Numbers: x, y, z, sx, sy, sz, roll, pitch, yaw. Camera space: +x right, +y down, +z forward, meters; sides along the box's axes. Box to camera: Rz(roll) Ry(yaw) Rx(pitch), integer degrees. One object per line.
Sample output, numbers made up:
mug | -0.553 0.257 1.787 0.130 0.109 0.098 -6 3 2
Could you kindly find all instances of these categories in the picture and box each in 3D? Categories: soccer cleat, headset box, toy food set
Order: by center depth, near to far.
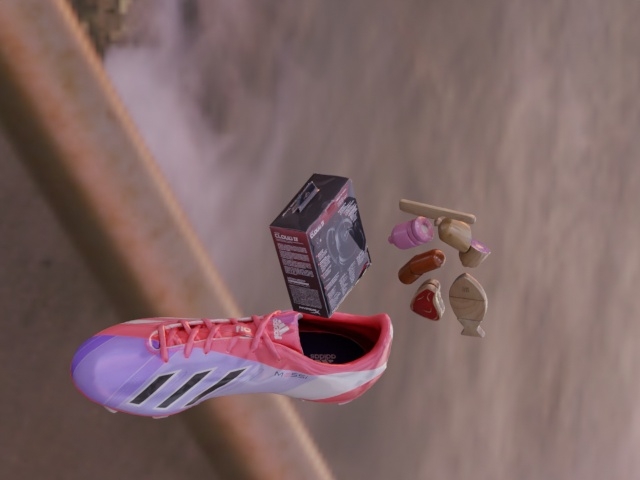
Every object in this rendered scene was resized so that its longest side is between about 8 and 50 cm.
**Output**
headset box | 0.000 0.000 1.197 0.062 0.032 0.083 -52 139 -39
toy food set | 0.086 0.016 1.289 0.122 0.078 0.019 88 22 -44
soccer cleat | -0.065 0.084 1.364 0.095 0.248 0.083 119 -32 -51
